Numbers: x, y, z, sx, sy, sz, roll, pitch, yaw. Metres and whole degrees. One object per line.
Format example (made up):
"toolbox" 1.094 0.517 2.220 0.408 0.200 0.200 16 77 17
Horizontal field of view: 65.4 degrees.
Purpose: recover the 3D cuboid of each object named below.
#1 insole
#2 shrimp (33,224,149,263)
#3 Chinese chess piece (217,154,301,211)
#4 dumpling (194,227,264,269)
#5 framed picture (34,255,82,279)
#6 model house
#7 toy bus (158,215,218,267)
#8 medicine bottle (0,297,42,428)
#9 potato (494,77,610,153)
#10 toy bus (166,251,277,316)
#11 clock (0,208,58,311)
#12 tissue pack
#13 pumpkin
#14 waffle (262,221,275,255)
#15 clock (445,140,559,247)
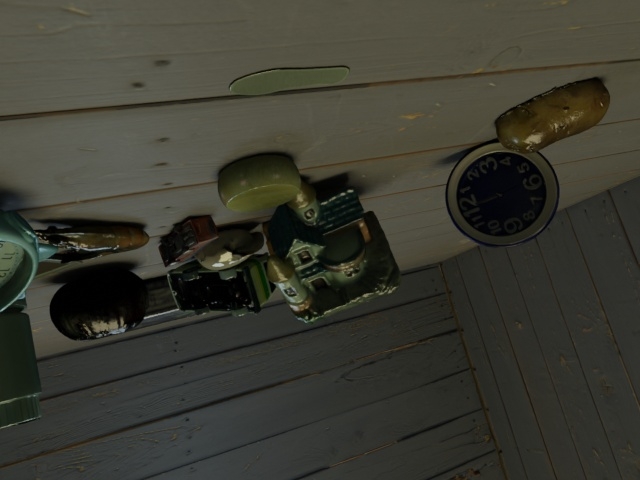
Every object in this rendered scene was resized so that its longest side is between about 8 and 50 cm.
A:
"insole" -0.036 -0.194 0.606 0.152 0.002 0.053 -11 168 -20
"shrimp" -0.467 0.015 0.950 0.198 0.051 0.262 -20 171 25
"Chinese chess piece" -0.105 -0.098 0.862 0.144 0.058 0.144 -13 168 -3
"dumpling" -0.225 0.018 1.220 0.176 0.092 0.150 -25 180 26
"framed picture" -0.667 0.059 0.980 0.231 0.018 0.293 -18 169 13
"model house" 0.000 0.000 1.047 0.267 0.194 0.325 -22 142 5
"toy bus" -0.295 0.005 1.103 0.077 0.065 0.192 -16 172 -39
"medicine bottle" -0.753 0.277 1.160 0.158 0.318 0.158 -16 169 -3
"potato" 0.437 -0.221 0.935 0.200 0.081 0.164 -21 167 18
"toy bus" -0.258 0.112 1.344 0.276 0.134 0.164 -3 -161 31
"clock" -0.514 0.037 0.686 0.223 0.094 0.274 -49 163 11
"tissue pack" -0.588 0.218 1.612 0.394 0.124 0.288 -12 168 -20
"pumpkin" -0.557 0.162 1.264 0.233 0.163 0.233 -14 178 -1
"waffle" -0.035 0.003 1.378 0.224 0.098 0.328 -14 171 -2
"clock" 0.394 -0.098 1.089 0.230 0.230 0.083 -19 172 20
